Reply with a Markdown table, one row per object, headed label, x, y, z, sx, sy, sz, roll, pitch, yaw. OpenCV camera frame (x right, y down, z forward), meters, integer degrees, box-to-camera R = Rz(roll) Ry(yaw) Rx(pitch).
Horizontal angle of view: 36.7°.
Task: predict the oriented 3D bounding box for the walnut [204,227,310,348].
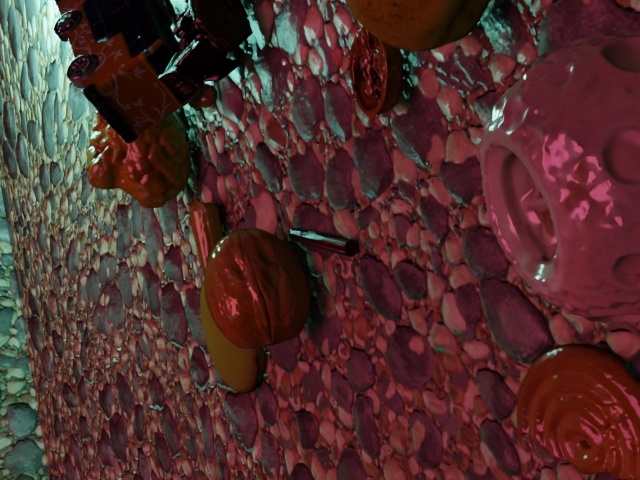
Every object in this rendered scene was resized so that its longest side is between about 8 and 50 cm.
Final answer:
| label | x | y | z | sx | sy | sz | roll | pitch | yaw |
| --- | --- | --- | --- | --- | --- | --- | --- | --- | --- |
| walnut | -0.104 | 0.077 | 1.550 | 0.197 | 0.165 | 0.165 | 62 | 144 | 31 |

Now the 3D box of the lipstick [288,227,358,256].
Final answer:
| label | x | y | z | sx | sy | sz | roll | pitch | yaw |
| --- | --- | --- | --- | --- | --- | --- | --- | --- | --- |
| lipstick | 0.000 | 0.000 | 1.496 | 0.176 | 0.027 | 0.027 | 14 | 109 | 57 |

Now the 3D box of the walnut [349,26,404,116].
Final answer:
| label | x | y | z | sx | sy | sz | roll | pitch | yaw |
| --- | --- | --- | --- | --- | --- | --- | --- | --- | --- |
| walnut | 0.081 | -0.225 | 1.282 | 0.091 | 0.052 | 0.121 | 3 | 98 | 59 |

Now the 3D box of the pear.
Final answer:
| label | x | y | z | sx | sy | sz | roll | pitch | yaw |
| --- | --- | --- | --- | --- | --- | --- | --- | --- | --- |
| pear | 0.105 | -0.317 | 1.080 | 0.197 | 0.197 | 0.197 | 21 | 115 | 55 |

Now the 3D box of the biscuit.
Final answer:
| label | x | y | z | sx | sy | sz | roll | pitch | yaw |
| --- | --- | --- | --- | --- | --- | --- | --- | --- | --- |
| biscuit | 0.296 | 0.187 | 1.059 | 0.224 | 0.033 | 0.144 | 20 | 115 | 54 |

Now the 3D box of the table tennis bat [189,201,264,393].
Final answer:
| label | x | y | z | sx | sy | sz | roll | pitch | yaw |
| --- | --- | --- | --- | --- | --- | --- | --- | --- | --- |
| table tennis bat | -0.183 | 0.106 | 1.800 | 0.224 | 0.054 | 0.368 | -11 | 93 | 60 |

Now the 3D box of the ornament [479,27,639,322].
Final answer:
| label | x | y | z | sx | sy | sz | roll | pitch | yaw |
| --- | --- | --- | --- | --- | --- | --- | --- | --- | --- |
| ornament | 0.272 | -0.060 | 0.843 | 0.259 | 0.225 | 0.259 | 162 | 90 | -81 |

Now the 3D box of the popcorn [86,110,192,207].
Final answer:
| label | x | y | z | sx | sy | sz | roll | pitch | yaw |
| --- | --- | --- | --- | --- | --- | --- | --- | --- | --- |
| popcorn | -0.359 | -0.168 | 1.869 | 0.200 | 0.203 | 0.226 | -134 | 27 | -57 |

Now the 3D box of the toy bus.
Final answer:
| label | x | y | z | sx | sy | sz | roll | pitch | yaw |
| --- | --- | --- | --- | --- | --- | --- | --- | --- | --- |
| toy bus | -0.362 | -0.357 | 1.775 | 0.162 | 0.194 | 0.323 | 53 | -172 | -49 |

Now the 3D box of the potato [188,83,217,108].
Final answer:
| label | x | y | z | sx | sy | sz | roll | pitch | yaw |
| --- | --- | --- | --- | --- | --- | --- | --- | --- | --- |
| potato | -0.219 | -0.266 | 1.765 | 0.092 | 0.045 | 0.046 | 14 | 138 | 60 |

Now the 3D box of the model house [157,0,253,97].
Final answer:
| label | x | y | z | sx | sy | sz | roll | pitch | yaw |
| --- | --- | --- | --- | --- | --- | --- | --- | --- | --- |
| model house | -0.203 | -0.326 | 1.596 | 0.164 | 0.203 | 0.141 | -37 | 99 | 27 |
